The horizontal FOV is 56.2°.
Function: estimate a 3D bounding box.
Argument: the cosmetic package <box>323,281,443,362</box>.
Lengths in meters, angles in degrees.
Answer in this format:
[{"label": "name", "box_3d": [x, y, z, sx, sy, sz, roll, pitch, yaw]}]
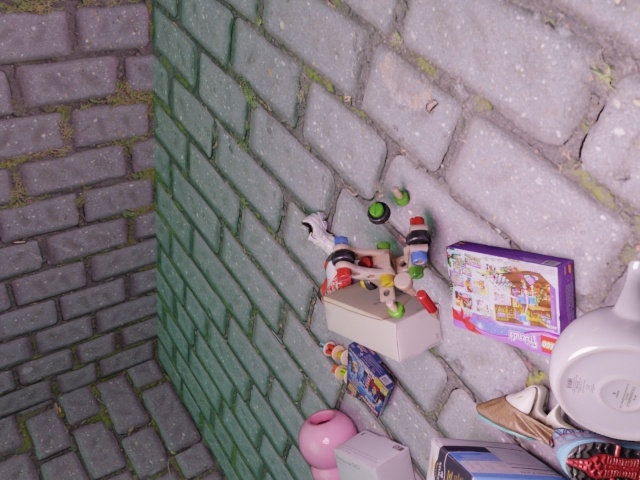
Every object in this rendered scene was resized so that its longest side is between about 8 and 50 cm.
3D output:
[{"label": "cosmetic package", "box_3d": [0.162, 0.210, 1.622, 0.309, 0.160, 0.113, 12, 116, 54]}]

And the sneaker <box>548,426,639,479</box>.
[{"label": "sneaker", "box_3d": [0.542, 0.390, 1.092, 0.125, 0.261, 0.104, -131, 59, -78]}]

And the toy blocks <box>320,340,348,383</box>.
[{"label": "toy blocks", "box_3d": [0.052, 0.401, 1.996, 0.148, 0.054, 0.123, 13, 116, 55]}]

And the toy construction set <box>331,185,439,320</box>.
[{"label": "toy construction set", "box_3d": [0.198, 0.085, 1.482, 0.237, 0.257, 0.309, 47, -170, -50]}]

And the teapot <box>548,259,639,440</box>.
[{"label": "teapot", "box_3d": [0.526, 0.207, 1.039, 0.252, 0.187, 0.256, 44, 130, -6]}]

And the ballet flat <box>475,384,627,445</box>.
[{"label": "ballet flat", "box_3d": [0.488, 0.383, 1.267, 0.342, 0.116, 0.124, 21, 103, 51]}]

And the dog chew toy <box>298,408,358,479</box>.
[{"label": "dog chew toy", "box_3d": [0.048, 0.753, 2.049, 0.206, 0.206, 0.332, 1, 109, 57]}]

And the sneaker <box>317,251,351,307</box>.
[{"label": "sneaker", "box_3d": [0.073, 0.144, 1.794, 0.145, 0.090, 0.270, 54, 149, 28]}]

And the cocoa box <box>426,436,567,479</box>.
[{"label": "cocoa box", "box_3d": [0.365, 0.644, 1.312, 0.228, 0.231, 0.347, -173, 90, -78]}]

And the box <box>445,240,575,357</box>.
[{"label": "box", "box_3d": [0.403, 0.120, 1.292, 0.293, 0.057, 0.201, 14, 117, 54]}]

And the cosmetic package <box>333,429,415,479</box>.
[{"label": "cosmetic package", "box_3d": [0.193, 0.826, 1.898, 0.217, 0.156, 0.385, -3, 105, 54]}]

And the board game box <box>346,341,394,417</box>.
[{"label": "board game box", "box_3d": [0.148, 0.441, 1.862, 0.194, 0.060, 0.194, 47, 142, 34]}]

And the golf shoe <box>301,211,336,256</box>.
[{"label": "golf shoe", "box_3d": [0.000, 0.000, 1.836, 0.176, 0.086, 0.069, 61, 146, 14]}]
